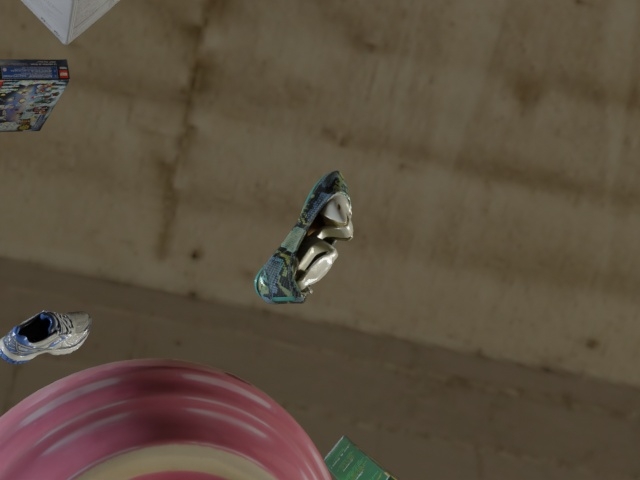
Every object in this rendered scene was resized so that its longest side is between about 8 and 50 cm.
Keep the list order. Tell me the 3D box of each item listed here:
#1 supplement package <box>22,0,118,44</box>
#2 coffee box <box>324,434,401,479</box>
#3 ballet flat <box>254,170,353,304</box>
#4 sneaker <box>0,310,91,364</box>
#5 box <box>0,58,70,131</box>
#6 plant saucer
[{"bbox_3d":[-0.236,-0.317,1.340,0.194,0.203,0.149,45,-107,-1],"label":"supplement package"},{"bbox_3d":[0.072,0.249,1.431,0.113,0.040,0.184,41,176,-11],"label":"coffee box"},{"bbox_3d":[0.000,0.000,1.646,0.070,0.070,0.188,23,-121,14],"label":"ballet flat"},{"bbox_3d":[-0.337,0.114,1.894,0.135,0.058,0.052,-21,-114,-44],"label":"sneaker"},{"bbox_3d":[-0.333,-0.155,1.627,0.094,0.137,0.027,-3,-108,-25],"label":"box"},{"bbox_3d":[-0.130,0.258,1.141,0.332,0.332,0.084,3,-169,-23],"label":"plant saucer"}]
